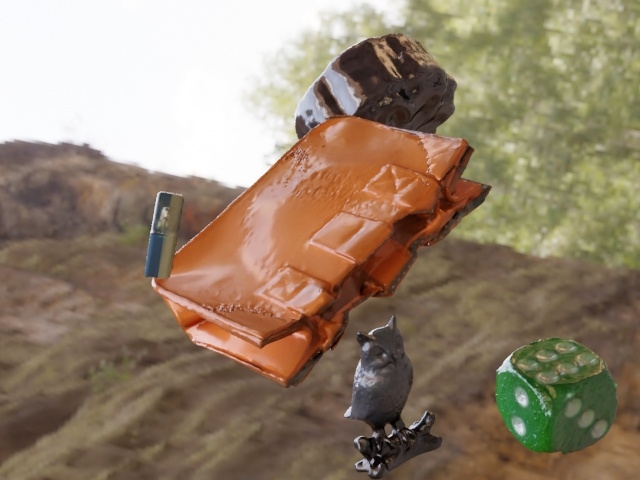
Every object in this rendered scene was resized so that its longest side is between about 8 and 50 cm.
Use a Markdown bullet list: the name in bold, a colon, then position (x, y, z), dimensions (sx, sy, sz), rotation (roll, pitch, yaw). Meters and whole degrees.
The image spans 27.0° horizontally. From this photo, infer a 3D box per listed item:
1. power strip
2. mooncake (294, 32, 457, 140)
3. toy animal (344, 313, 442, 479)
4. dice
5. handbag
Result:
- **power strip**: position (-0.179, -0.005, 1.527), dimensions (0.123, 0.032, 0.056), rotation (112, 165, -62)
- **mooncake**: position (0.100, -0.212, 2.259), dimensions (0.283, 0.141, 0.283), rotation (-28, -26, -15)
- **toy animal**: position (0.077, 0.181, 1.677), dimensions (0.121, 0.117, 0.210), rotation (-19, -66, -26)
- **dice**: position (0.328, 0.214, 1.855), dimensions (0.128, 0.131, 0.120), rotation (-18, -58, -23)
- **handbag**: position (0.000, 0.000, 1.800), dimensions (0.410, 0.303, 0.116), rotation (-43, -53, -22)
